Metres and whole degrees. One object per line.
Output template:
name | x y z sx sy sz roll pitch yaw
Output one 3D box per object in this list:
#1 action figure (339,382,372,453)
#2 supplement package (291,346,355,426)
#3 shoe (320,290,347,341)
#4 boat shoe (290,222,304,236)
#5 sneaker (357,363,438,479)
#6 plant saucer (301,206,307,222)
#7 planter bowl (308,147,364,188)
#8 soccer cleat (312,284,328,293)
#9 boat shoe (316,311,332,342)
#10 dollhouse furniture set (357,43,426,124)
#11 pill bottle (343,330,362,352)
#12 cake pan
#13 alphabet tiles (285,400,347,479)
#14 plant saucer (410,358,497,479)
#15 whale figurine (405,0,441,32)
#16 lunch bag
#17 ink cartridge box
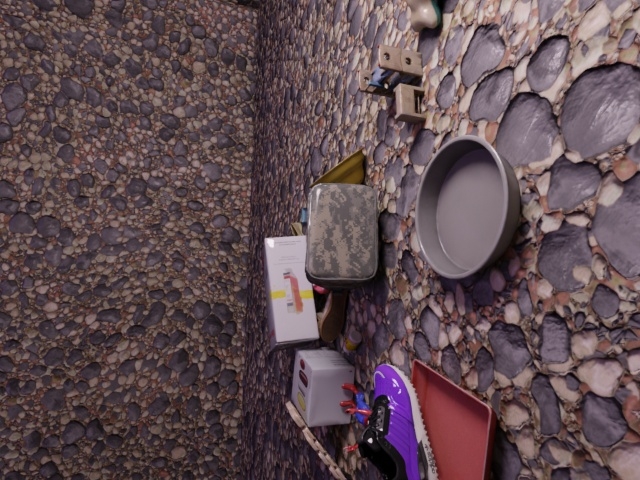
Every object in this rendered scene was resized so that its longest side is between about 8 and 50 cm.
action figure | 0.098 0.508 1.241 0.280 0.138 0.092 -165 78 -67
supplement package | 0.003 0.487 1.468 0.203 0.149 0.195 -165 79 -70
shoe | 0.050 0.245 1.503 0.058 0.076 0.219 -89 13 -78
boat shoe | -0.105 -0.020 1.978 0.056 0.048 0.153 117 149 -48
sneaker | 0.147 0.414 0.962 0.102 0.145 0.294 114 151 -44
plant saucer | -0.045 -0.112 1.878 0.192 0.018 0.067 -177 90 -69
planter bowl | 0.073 -0.198 1.401 0.090 0.217 0.217 55 157 -4
soccer cleat | 0.043 0.065 1.488 0.248 0.082 0.095 -68 -17 -5
boat shoe | 0.002 0.328 1.624 0.170 0.059 0.063 -132 48 -63
dollhouse furniture set | 0.183 -0.388 1.142 0.129 0.128 0.184 152 119 -67
pill bottle | 0.100 0.326 1.382 0.083 0.043 0.044 113 152 -43
cake pan | 0.296 -0.066 0.897 0.293 0.054 0.294 -177 90 -70
alphabet tiles | -0.017 0.659 1.427 0.284 0.021 0.278 55 168 -5
plant saucer | 0.270 0.415 0.908 0.258 0.047 0.260 -164 77 -69
whale figurine | 0.255 -0.654 1.035 0.216 0.141 0.272 -140 32 -66
lunch bag | 0.058 -0.001 1.311 0.256 0.212 0.306 103 168 -74
ink cartridge box | -0.125 0.209 1.654 0.279 0.160 0.386 119 146 -68
